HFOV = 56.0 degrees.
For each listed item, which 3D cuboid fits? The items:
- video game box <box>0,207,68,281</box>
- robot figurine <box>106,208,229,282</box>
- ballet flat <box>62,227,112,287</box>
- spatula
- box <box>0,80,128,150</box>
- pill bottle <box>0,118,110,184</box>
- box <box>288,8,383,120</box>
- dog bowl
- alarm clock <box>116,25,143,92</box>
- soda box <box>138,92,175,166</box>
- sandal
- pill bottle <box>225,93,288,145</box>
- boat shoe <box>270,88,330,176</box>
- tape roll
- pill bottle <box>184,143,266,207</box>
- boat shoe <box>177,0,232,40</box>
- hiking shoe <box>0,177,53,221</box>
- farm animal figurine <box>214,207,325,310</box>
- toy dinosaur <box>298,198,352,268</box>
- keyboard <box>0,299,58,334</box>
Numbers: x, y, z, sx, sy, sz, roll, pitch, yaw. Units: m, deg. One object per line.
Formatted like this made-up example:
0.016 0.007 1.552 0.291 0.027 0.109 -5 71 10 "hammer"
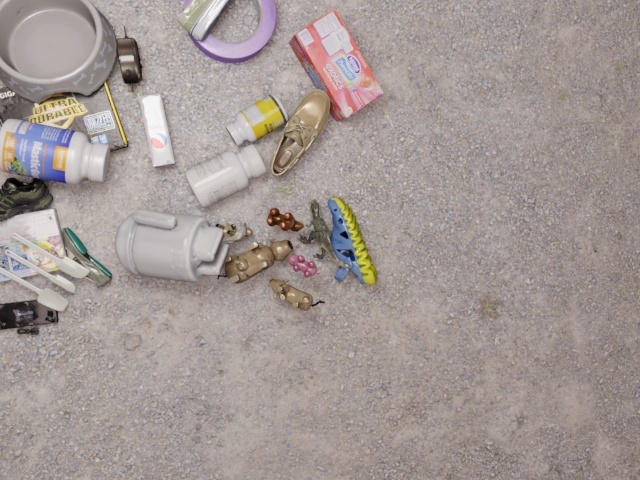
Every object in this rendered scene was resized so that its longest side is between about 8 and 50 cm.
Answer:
-0.882 0.012 1.816 0.205 0.048 0.187 -12 97 -11 "video game box"
-0.458 0.016 1.800 0.353 0.200 0.300 6 139 13 "robot figurine"
-0.730 0.058 1.842 0.068 0.072 0.213 -40 103 -3 "ballet flat"
-0.840 0.094 1.795 0.242 0.019 0.168 34 103 -20 "spatula"
-0.767 -0.357 1.786 0.322 0.079 0.257 -18 101 -10 "box"
-0.741 -0.241 1.688 0.272 0.152 0.152 10 94 -12 "pill bottle"
0.048 -0.549 1.907 0.154 0.142 0.300 -35 102 -6 "box"
-0.763 -0.565 1.702 0.348 0.102 0.349 1 79 -7 "dog bowl"
-0.566 -0.551 1.787 0.064 0.129 0.192 -11 78 -12 "alarm clock"
-0.500 -0.336 1.846 0.069 0.074 0.216 -12 98 -11 "soda box"
0.077 0.013 1.991 0.138 0.126 0.317 -18 93 14 "sandal"
-0.202 -0.374 1.892 0.184 0.103 0.103 -32 102 -7 "pill bottle"
-0.066 -0.333 1.889 0.109 0.098 0.302 32 106 -5 "boat shoe"
-0.278 -0.692 1.849 0.274 0.090 0.275 -1 96 -13 "tape roll"
-0.293 -0.206 1.877 0.229 0.131 0.131 -27 101 -8 "pill bottle"
-0.298 -0.725 1.742 0.094 0.109 0.302 35 91 -12 "boat shoe"
-0.912 -0.130 1.758 0.227 0.086 0.114 -20 130 -18 "hiking shoe"
-0.162 0.073 1.919 0.326 0.172 0.330 -9 84 7 "farm animal figurine"
0.000 0.000 1.965 0.064 0.118 0.268 -13 70 -47 "toy dinosaur"
-0.902 0.239 1.850 0.180 0.023 0.108 -6 91 -11 "keyboard"
